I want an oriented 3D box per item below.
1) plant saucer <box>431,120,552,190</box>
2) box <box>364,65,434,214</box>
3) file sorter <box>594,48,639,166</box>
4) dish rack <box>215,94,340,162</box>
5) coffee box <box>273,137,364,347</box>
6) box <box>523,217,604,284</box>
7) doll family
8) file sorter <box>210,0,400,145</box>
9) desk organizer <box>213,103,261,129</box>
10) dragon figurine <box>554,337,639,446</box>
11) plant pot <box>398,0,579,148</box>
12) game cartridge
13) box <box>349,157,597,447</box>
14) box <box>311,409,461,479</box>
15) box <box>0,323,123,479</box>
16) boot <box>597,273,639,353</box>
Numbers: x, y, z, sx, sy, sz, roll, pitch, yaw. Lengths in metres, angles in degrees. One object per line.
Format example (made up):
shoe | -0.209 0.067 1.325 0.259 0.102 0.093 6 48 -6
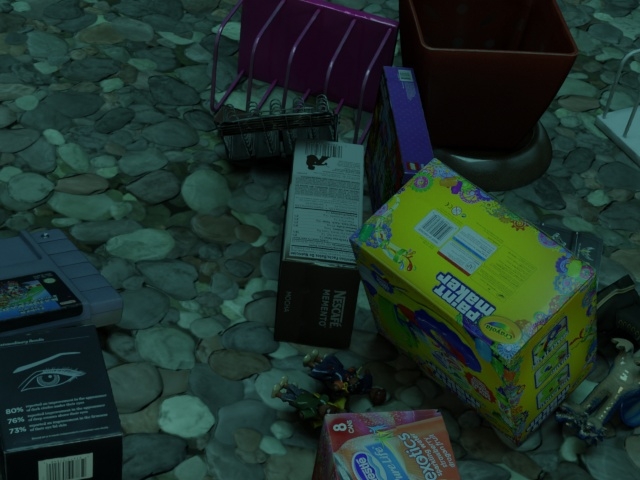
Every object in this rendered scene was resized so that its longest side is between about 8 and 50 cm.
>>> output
plant saucer | 0.278 -0.205 2.333 0.311 0.050 0.310 5 42 -5
box | 0.127 -0.122 2.090 0.057 0.201 0.293 3 41 -8
file sorter | 0.682 -0.224 2.334 0.193 0.173 0.277 -14 45 -25
dish rack | -0.069 -0.187 2.067 0.208 0.271 0.074 -7 81 1
coffee box | 0.000 0.000 1.951 0.119 0.168 0.297 6 41 -3
box | 0.350 0.063 2.030 0.183 0.056 0.231 15 41 5
doll family | 0.019 0.213 1.783 0.111 0.076 0.193 23 39 23
file sorter | -0.034 -0.301 2.270 0.291 0.202 0.182 17 44 9
desk organizer | -0.123 -0.192 2.241 0.130 0.047 0.050 18 44 10
dragon figurine | 0.455 0.211 1.852 0.289 0.144 0.085 -11 45 -46
plant pot | 0.268 -0.309 2.233 0.267 0.235 0.267 1 42 -9
game cartridge | -0.484 0.076 1.794 0.355 0.068 0.230 -11 31 -35
box | 0.220 0.089 1.773 0.177 0.279 0.290 -43 59 -15
box | 0.063 0.348 1.460 0.142 0.300 0.154 0 42 -11
box | -0.353 0.224 1.671 0.153 0.108 0.207 -6 42 -17
boot | 0.452 0.136 1.901 0.198 0.077 0.137 -23 79 -48
